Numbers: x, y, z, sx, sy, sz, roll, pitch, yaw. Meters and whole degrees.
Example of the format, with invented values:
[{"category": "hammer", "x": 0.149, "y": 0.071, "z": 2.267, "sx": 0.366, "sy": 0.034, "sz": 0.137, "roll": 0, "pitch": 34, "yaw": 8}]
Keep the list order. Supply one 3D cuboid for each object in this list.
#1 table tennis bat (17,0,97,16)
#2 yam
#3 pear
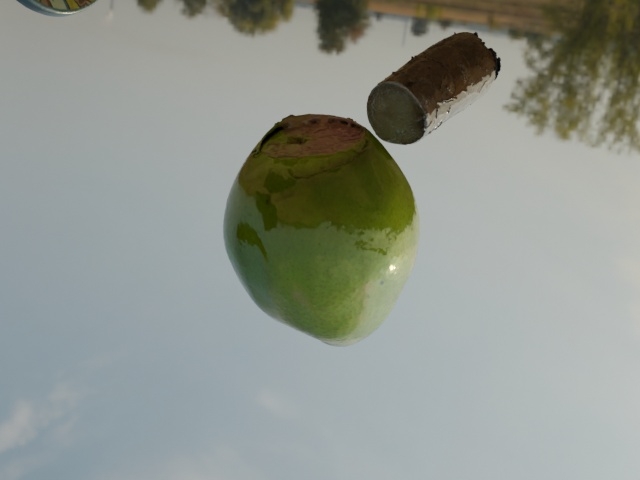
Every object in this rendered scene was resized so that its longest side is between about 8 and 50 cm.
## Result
[{"category": "table tennis bat", "x": -0.341, "y": -0.444, "z": 1.327, "sx": 0.044, "sy": 0.329, "sz": 0.215, "roll": -8, "pitch": 151, "yaw": 36}, {"category": "yam", "x": 0.116, "y": -0.155, "z": 1.037, "sx": 0.079, "sy": 0.079, "sz": 0.141, "roll": 17, "pitch": -141, "yaw": 36}, {"category": "pear", "x": 0.000, "y": 0.000, "z": 0.971, "sx": 0.188, "sy": 0.219, "sz": 0.187, "roll": -1, "pitch": -150, "yaw": 1}]
